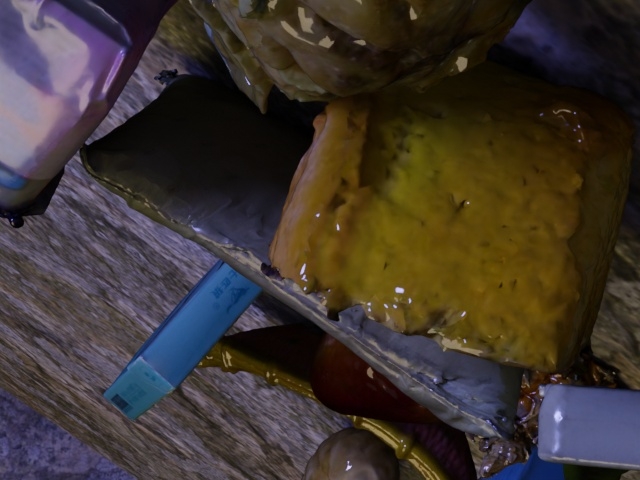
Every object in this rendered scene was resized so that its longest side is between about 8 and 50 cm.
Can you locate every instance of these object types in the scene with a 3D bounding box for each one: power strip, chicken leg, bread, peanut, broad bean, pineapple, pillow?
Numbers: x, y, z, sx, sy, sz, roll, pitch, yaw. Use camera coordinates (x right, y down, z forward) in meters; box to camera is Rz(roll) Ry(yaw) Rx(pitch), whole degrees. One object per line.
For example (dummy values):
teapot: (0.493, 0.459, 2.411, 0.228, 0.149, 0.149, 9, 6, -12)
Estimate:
power strip: (0.234, 0.101, 0.702, 0.270, 0.046, 0.118, 3, 175, 20)
chicken leg: (-0.035, -0.190, 0.432, 0.201, 0.152, 0.429, 26, 164, 37)
bread: (0.072, -0.024, 0.679, 0.160, 0.147, 0.260, 21, -177, 16)
peanut: (0.025, 0.260, 1.496, 0.103, 0.098, 0.229, -9, 159, -10)
broad bean: (0.060, 0.099, 1.102, 0.165, 0.084, 0.114, 6, 161, 43)
pineapple: (0.141, 0.114, 0.989, 0.114, 0.114, 0.077, 42, 178, -10)
pillow: (0.000, 0.000, 0.874, 0.302, 0.075, 0.185, 34, -156, 1)
broad bean: (0.221, 0.158, 1.039, 0.069, 0.039, 0.227, 30, 161, -6)

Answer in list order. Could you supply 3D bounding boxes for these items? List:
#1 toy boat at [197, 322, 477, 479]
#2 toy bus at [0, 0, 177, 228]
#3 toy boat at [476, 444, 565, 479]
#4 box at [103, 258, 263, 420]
toy boat: (0.025, 0.148, 1.235, 0.318, 0.099, 0.141, 32, 176, 21)
toy bus: (-0.248, -0.193, 0.708, 0.386, 0.171, 0.162, 34, 127, -20)
toy boat: (0.207, 0.234, 1.184, 0.185, 0.075, 0.077, 35, 158, -14)
box: (-0.095, 0.061, 1.131, 0.041, 0.162, 0.229, 42, 161, -3)
